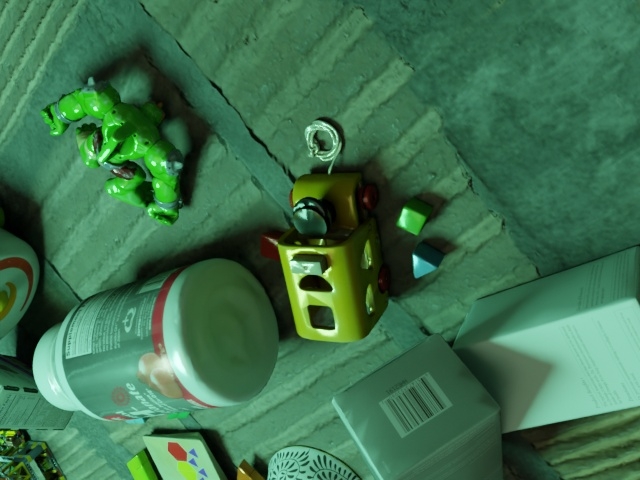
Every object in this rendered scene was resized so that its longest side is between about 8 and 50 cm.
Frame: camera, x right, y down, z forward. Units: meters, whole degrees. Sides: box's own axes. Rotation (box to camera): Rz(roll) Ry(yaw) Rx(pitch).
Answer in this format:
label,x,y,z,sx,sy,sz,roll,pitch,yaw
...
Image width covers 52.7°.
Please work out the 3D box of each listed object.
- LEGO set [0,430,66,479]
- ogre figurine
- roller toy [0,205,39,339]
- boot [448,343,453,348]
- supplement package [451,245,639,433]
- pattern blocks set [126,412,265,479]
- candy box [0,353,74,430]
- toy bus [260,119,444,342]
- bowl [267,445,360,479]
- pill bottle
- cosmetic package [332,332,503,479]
label,x,y,z,sx,sy,sz,roll,pitch,yaw
LEGO set,-0.603,0.542,1.243,0.255,0.192,0.331,0,115,28
ogre figurine,-0.231,-0.109,0.762,0.118,0.097,0.197,-35,85,48
roller toy,-0.518,0.064,0.942,0.146,0.191,0.209,26,125,12
boot,0.161,0.166,0.741,0.118,0.042,0.087,32,133,7
supplement package,0.236,0.098,0.620,0.179,0.105,0.105,-24,103,35
pattern blocks set,-0.203,0.385,1.049,0.285,0.026,0.325,1,117,30
candy box,-0.507,0.233,1.017,0.159,0.071,0.233,23,168,16
toy bus,0.007,0.011,0.693,0.202,0.104,0.191,40,126,3
bowl,-0.019,0.387,0.925,0.170,0.080,0.170,13,121,23
pill bottle,-0.226,0.140,0.841,0.318,0.176,0.176,-16,107,33
cosmetic package,0.109,0.212,0.661,0.107,0.127,0.238,53,168,35
